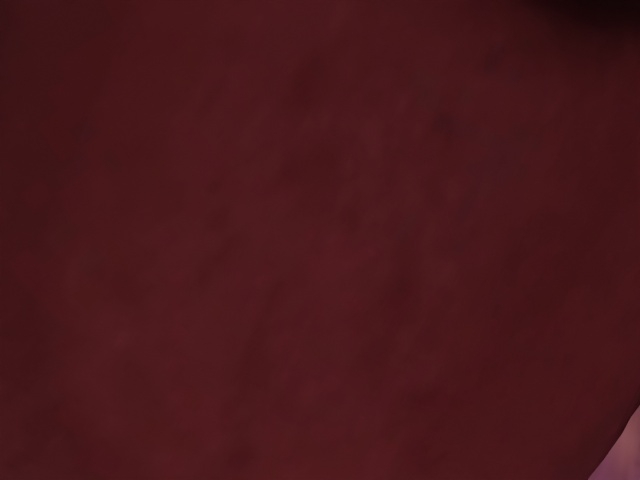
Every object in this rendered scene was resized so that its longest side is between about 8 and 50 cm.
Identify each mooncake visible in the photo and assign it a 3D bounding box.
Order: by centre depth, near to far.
[{"bbox_3d":[-0.038,-0.031,0.451,0.174,0.326,0.334,35,131,52],"label":"mooncake"}]
